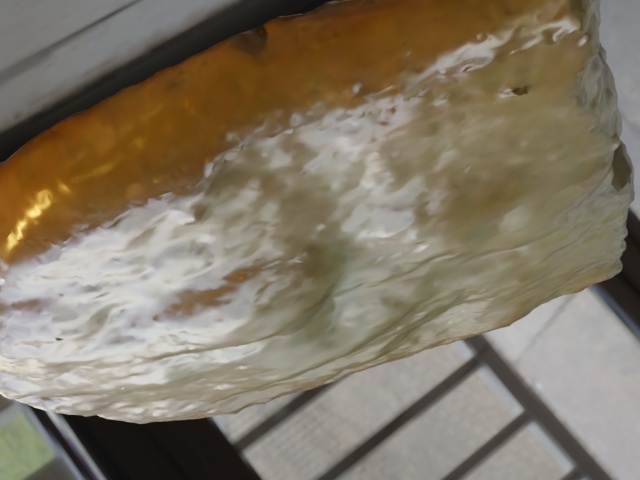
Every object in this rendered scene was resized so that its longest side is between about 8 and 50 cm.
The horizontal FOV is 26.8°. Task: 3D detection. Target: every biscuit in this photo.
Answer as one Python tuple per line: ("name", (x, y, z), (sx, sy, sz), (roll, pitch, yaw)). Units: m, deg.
("biscuit", (0.000, 0.001, 0.802), (0.429, 0.446, 0.104), (80, 170, -68))
